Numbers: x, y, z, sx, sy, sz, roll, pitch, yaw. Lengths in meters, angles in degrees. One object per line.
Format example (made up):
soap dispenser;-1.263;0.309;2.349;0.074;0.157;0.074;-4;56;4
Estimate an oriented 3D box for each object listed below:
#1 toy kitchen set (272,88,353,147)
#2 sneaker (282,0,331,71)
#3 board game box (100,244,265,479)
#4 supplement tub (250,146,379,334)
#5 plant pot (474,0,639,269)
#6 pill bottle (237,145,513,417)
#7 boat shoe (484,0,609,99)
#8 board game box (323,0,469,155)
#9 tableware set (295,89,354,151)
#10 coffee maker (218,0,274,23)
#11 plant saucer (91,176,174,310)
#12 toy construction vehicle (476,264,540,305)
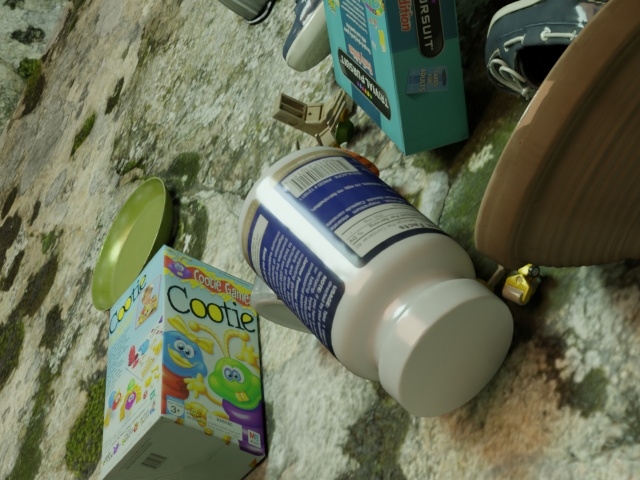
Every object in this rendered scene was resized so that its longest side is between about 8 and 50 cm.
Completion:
toy kitchen set;-0.011;-0.160;1.448;0.083;0.075;0.068;-35;40;51
sneaker;0.008;-0.400;1.499;0.350;0.148;0.131;-63;-7;-2
board game box;-0.168;0.167;1.371;0.144;0.142;0.275;-47;32;31
supplement tub;0.000;0.000;1.246;0.117;0.117;0.190;-16;53;56
plant pot;0.226;-0.063;0.849;0.109;0.237;0.237;34;100;21
pill bottle;0.047;0.035;1.040;0.264;0.153;0.153;44;107;43
boat shoe;0.207;-0.167;1.013;0.079;0.095;0.254;-71;14;-11
board game box;0.063;-0.295;1.209;0.254;0.079;0.336;-123;19;-59
tableware set;-0.003;-0.101;1.364;0.024;0.104;0.154;17;68;22
coffee maker;-0.153;-0.469;1.853;0.120;0.178;0.171;-25;47;50
plant saucer;-0.306;0.011;1.869;0.241;0.037;0.241;-41;34;37
toy construction vehicle;0.185;0.009;1.010;0.086;0.035;0.098;20;87;52
